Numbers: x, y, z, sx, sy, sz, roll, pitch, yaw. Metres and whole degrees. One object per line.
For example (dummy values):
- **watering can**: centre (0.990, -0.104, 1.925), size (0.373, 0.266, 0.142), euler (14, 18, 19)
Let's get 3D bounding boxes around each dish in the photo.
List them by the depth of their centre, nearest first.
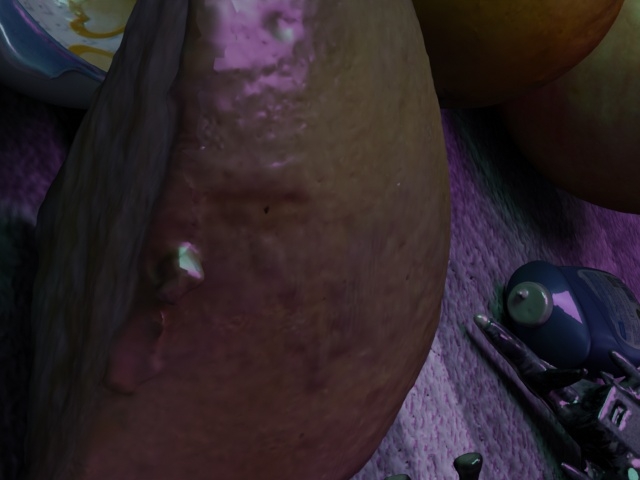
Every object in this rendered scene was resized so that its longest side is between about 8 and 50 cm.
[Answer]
- **dish**: centre (-0.154, -0.154, 0.790), size (0.228, 0.086, 0.236), euler (59, 26, -9)

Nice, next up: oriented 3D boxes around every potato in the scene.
- **potato**: centre (-0.005, 0.009, 0.683), size (0.189, 0.264, 0.211), euler (11, 48, -20)

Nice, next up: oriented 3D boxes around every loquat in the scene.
- **loquat**: centre (0.101, -0.222, 1.147), size (0.263, 0.263, 0.263), euler (44, 32, -37)

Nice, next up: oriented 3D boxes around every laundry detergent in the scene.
- **laundry detergent**: centre (0.206, 0.062, 1.322), size (0.206, 0.061, 0.097), euler (15, 59, -59)

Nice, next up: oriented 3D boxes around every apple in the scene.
- **apple**: centre (0.328, -0.200, 1.432), size (0.346, 0.391, 0.392), euler (63, 13, -64)

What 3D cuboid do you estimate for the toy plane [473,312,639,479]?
- **toy plane**: centre (0.211, 0.135, 1.230), size (0.262, 0.088, 0.192), euler (46, 60, -32)

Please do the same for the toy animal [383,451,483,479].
- **toy animal**: centre (0.074, 0.222, 0.911), size (0.217, 0.073, 0.176), euler (-52, 129, -58)

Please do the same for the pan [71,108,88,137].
- **pan**: centre (-0.072, -0.008, 0.864), size (0.115, 0.040, 0.212), euler (10, 51, -61)
